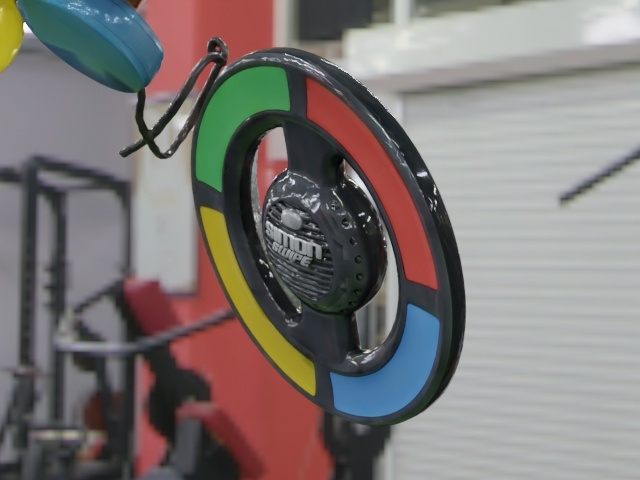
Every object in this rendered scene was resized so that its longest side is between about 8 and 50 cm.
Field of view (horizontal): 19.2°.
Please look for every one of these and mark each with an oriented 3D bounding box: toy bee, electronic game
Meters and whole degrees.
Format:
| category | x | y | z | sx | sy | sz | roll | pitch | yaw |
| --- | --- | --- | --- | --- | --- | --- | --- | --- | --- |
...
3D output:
| category | x | y | z | sx | sy | sz | roll | pitch | yaw |
| --- | --- | --- | --- | --- | --- | --- | --- | --- | --- |
| toy bee | -0.127 | -0.134 | 0.865 | 0.162 | 0.195 | 0.298 | 31 | -38 | 3 |
| electronic game | 0.000 | 0.000 | 1.089 | 0.048 | 0.229 | 0.229 | -24 | 13 | -33 |
